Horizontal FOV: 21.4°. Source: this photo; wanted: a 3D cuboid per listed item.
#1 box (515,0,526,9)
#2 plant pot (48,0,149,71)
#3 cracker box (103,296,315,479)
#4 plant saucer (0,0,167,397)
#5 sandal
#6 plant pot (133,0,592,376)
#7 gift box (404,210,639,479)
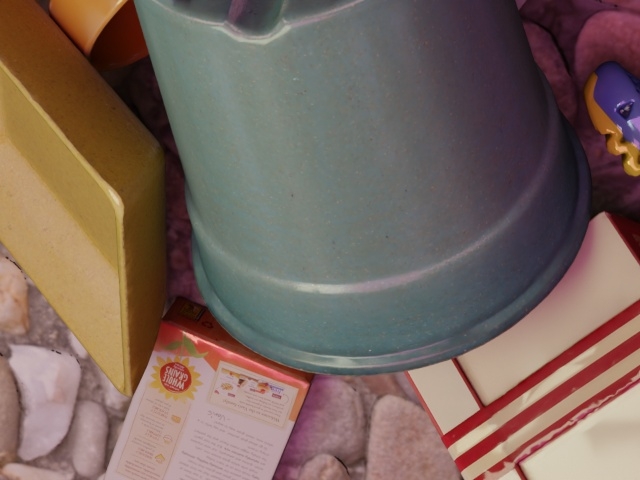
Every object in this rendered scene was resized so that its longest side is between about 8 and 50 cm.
[{"bbox_3d":[0.162,-0.261,1.404,0.087,0.102,0.101,37,112,-7],"label":"box"},{"bbox_3d":[-0.172,-0.278,1.427,0.205,0.205,0.188,-41,83,23],"label":"plant pot"},{"bbox_3d":[-0.112,0.190,1.663,0.156,0.067,0.232,23,113,2],"label":"cracker box"},{"bbox_3d":[-0.230,-0.071,1.453,0.332,0.081,0.333,49,156,22],"label":"plant saucer"},{"bbox_3d":[0.366,-0.069,1.438,0.317,0.126,0.138,30,111,-11],"label":"sandal"},{"bbox_3d":[0.019,-0.132,1.292,0.341,0.341,0.334,-4,139,13],"label":"plant pot"},{"bbox_3d":[0.250,0.158,1.456,0.258,0.276,0.255,-38,61,20],"label":"gift box"}]
